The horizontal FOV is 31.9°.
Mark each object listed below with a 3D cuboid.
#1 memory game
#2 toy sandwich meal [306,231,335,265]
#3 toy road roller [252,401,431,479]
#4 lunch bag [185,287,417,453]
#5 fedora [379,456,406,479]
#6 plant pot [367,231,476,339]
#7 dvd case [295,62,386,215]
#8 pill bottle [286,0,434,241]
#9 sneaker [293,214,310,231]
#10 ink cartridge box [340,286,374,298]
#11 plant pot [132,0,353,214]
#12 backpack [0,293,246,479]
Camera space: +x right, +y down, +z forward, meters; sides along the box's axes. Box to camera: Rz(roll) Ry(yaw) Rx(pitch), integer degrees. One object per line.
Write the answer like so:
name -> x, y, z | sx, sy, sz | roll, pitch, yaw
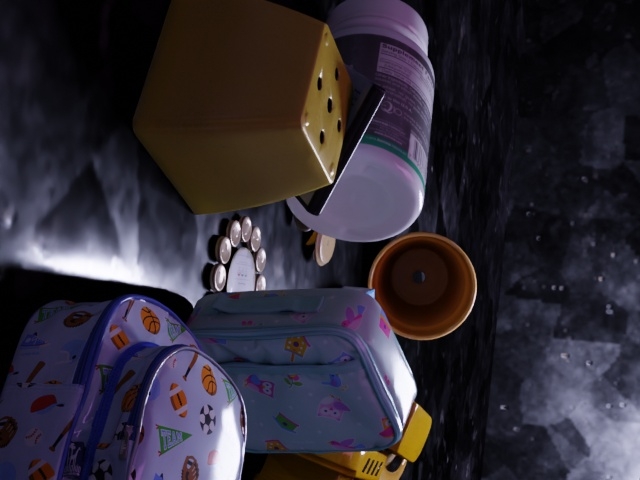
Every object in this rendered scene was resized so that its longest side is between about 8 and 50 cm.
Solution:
memory game -> -0.113, 0.057, 1.544 | 0.186, 0.012, 0.186 | 4, 90, -72
toy sandwich meal -> 0.000, 0.000, 1.841 | 0.085, 0.029, 0.085 | 9, 90, -69
toy road roller -> 0.016, 0.312, 1.707 | 0.240, 0.202, 0.329 | -66, 158, -8
lunch bag -> -0.039, 0.160, 1.382 | 0.224, 0.279, 0.108 | 65, 32, -35
fedora -> 0.110, 0.384, 2.152 | 0.194, 0.079, 0.194 | 3, 90, -65
plant pot -> 0.198, 0.081, 2.204 | 0.188, 0.205, 0.205 | -43, 135, -85
dvd case -> -0.002, -0.150, 1.494 | 0.180, 0.022, 0.253 | -61, -157, 10
pill bottle -> 0.067, -0.193, 1.700 | 0.204, 0.204, 0.361 | 72, 21, -48
sneaker -> -0.013, -0.072, 1.765 | 0.067, 0.042, 0.118 | 8, 84, -68
ink cartridge box -> 0.051, 0.178, 1.967 | 0.104, 0.061, 0.181 | -17, 110, -70
plant pot -> -0.075, -0.164, 1.345 | 0.212, 0.187, 0.212 | 61, 37, -58
backpack -> -0.195, 0.183, 1.058 | 0.276, 0.213, 0.263 | 59, 26, -54
